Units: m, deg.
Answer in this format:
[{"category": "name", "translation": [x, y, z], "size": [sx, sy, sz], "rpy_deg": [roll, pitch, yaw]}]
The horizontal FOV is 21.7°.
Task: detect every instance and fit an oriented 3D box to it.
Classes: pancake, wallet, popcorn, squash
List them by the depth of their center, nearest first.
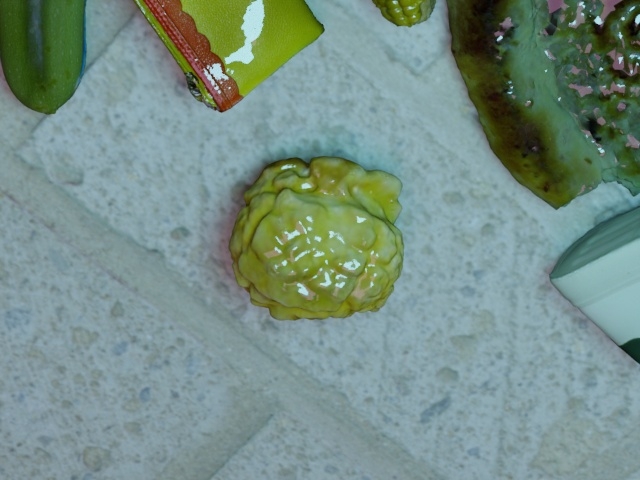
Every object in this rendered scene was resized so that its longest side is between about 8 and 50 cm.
[{"category": "wallet", "translation": [-0.111, -0.246, 1.525], "size": [0.141, 0.067, 0.241], "rpy_deg": [-42, 114, -13]}, {"category": "pancake", "translation": [0.262, -0.212, 1.541], "size": [0.304, 0.067, 0.427], "rpy_deg": [15, 118, -5]}, {"category": "squash", "translation": [-0.257, -0.270, 1.548], "size": [0.094, 0.094, 0.341], "rpy_deg": [11, 122, 0]}, {"category": "popcorn", "translation": [0.000, 0.000, 1.640], "size": [0.180, 0.170, 0.180], "rpy_deg": [14, 129, 17]}]

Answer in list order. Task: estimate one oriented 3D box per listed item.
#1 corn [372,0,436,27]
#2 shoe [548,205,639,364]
[{"category": "corn", "translation": [0.063, -0.318, 1.486], "size": [0.097, 0.097, 0.262], "rpy_deg": [-7, 119, 10]}, {"category": "shoe", "translation": [0.393, 0.013, 1.566], "size": [0.160, 0.132, 0.363], "rpy_deg": [49, 132, -10]}]
